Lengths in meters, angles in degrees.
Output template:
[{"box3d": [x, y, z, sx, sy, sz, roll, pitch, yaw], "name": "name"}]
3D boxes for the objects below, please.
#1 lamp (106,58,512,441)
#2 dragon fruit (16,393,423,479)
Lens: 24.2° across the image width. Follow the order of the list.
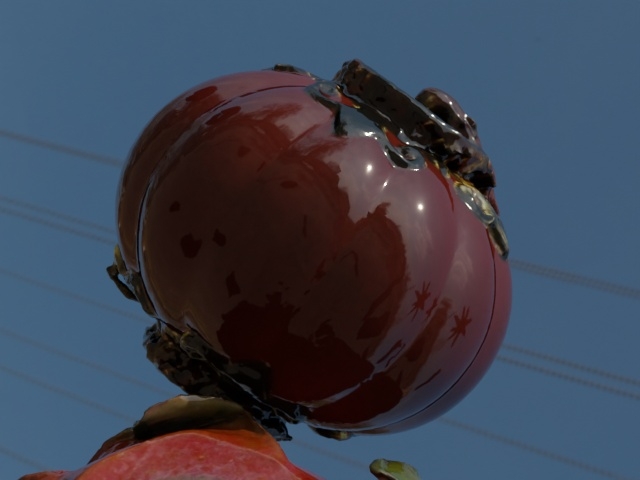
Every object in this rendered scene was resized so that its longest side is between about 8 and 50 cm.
[{"box3d": [0.000, 0.000, 0.802, 0.227, 0.227, 0.227, 11, -72, 37], "name": "lamp"}, {"box3d": [-0.048, 0.203, 0.670, 0.290, 0.290, 0.189, 42, -36, 24], "name": "dragon fruit"}]
